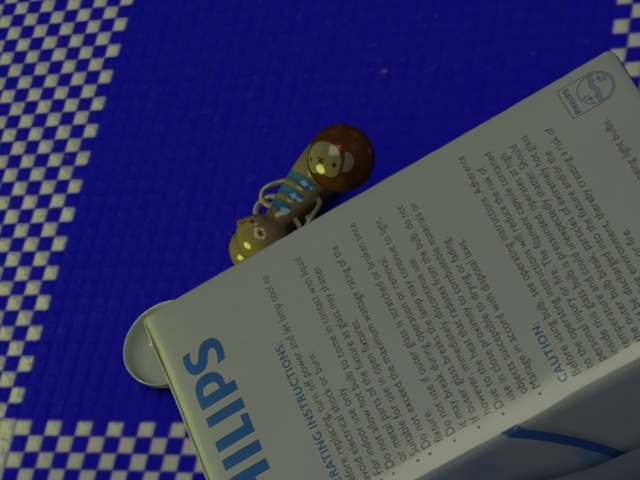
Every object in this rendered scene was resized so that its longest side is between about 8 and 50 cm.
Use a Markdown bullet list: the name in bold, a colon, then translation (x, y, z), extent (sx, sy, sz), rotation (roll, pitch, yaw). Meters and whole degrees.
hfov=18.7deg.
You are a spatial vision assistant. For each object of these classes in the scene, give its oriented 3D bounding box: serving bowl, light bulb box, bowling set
- **serving bowl**: translation (-0.128, 0.094, 1.693), extent (0.083, 0.027, 0.083), rotation (-12, 56, 19)
- **light bulb box**: translation (0.135, 0.124, 1.343), extent (0.361, 0.358, 0.225), rotation (-30, 51, 7)
- **bowling set**: translation (0.000, 0.000, 1.592), extent (0.287, 0.200, 0.154), rotation (33, 79, 40)
